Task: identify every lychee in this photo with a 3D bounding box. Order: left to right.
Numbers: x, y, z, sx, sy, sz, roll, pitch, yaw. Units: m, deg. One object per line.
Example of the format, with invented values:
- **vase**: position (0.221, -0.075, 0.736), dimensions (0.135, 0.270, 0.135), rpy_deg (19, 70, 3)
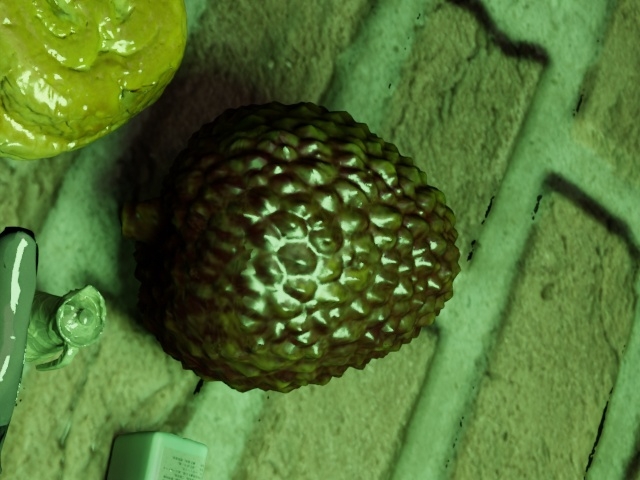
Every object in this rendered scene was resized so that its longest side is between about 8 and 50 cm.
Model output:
- **lychee**: position (-0.023, 0.006, 1.482), dimensions (0.271, 0.236, 0.236), rpy_deg (3, 79, -15)

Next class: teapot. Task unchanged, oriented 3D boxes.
- **teapot**: position (-0.200, 0.066, 1.449), dimensions (0.057, 0.083, 0.067), rpy_deg (14, 71, -37)

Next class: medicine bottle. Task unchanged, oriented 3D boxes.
- **medicine bottle**: position (-0.134, 0.211, 1.473), dimensions (0.055, 0.074, 0.118), rpy_deg (21, 70, -31)

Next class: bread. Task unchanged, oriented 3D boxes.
- **bread**: position (-0.207, -0.171, 1.464), dimensions (0.236, 0.120, 0.198), rpy_deg (-35, 104, -34)

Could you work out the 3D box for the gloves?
- **gloves**: position (-0.265, 0.082, 1.377), dimensions (0.119, 0.142, 0.286), rpy_deg (24, 65, -59)
